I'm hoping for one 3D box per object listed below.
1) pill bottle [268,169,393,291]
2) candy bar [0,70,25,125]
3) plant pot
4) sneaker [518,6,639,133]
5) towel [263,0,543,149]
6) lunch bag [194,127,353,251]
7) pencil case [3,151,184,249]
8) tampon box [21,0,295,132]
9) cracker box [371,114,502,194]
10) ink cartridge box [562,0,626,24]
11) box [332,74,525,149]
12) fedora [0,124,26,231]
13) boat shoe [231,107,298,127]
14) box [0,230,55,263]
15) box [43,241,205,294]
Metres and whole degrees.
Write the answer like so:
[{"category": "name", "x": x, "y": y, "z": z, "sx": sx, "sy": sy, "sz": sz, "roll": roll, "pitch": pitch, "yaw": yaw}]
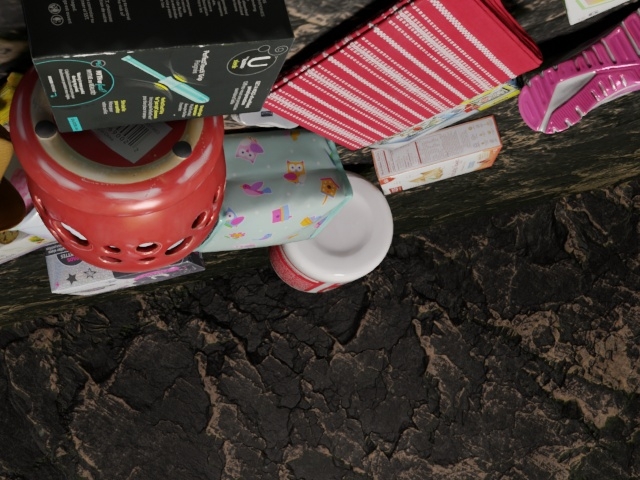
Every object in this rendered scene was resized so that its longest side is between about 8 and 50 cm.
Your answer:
[{"category": "pill bottle", "x": 0.000, "y": 0.000, "z": 1.258, "sx": 0.229, "sy": 0.229, "sz": 0.408, "roll": -12, "pitch": 172, "yaw": -13}, {"category": "candy bar", "x": -0.330, "y": -0.125, "z": 0.545, "sx": 0.161, "sy": 0.018, "sz": 0.040, "roll": -17, "pitch": 168, "yaw": 29}, {"category": "plant pot", "x": -0.179, "y": -0.082, "z": 0.519, "sx": 0.191, "sy": 0.191, "sz": 0.174, "roll": -11, "pitch": 164, "yaw": -20}, {"category": "sneaker", "x": 0.383, "y": -0.236, "z": 0.732, "sx": 0.252, "sy": 0.103, "sz": 0.111, "roll": -23, "pitch": -170, "yaw": 20}, {"category": "towel", "x": 0.085, "y": -0.187, "z": 0.622, "sx": 0.275, "sy": 0.031, "sz": 0.199, "roll": -19, "pitch": 156, "yaw": 39}, {"category": "lunch bag", "x": -0.106, "y": -0.063, "z": 0.885, "sx": 0.223, "sy": 0.160, "sz": 0.262, "roll": -11, "pitch": 166, "yaw": -26}, {"category": "pencil case", "x": -0.298, "y": -0.040, "z": 0.730, "sx": 0.124, "sy": 0.113, "sz": 0.273, "roll": 5, "pitch": 170, "yaw": 23}, {"category": "tampon box", "x": -0.118, "y": -0.153, "z": 0.394, "sx": 0.161, "sy": 0.101, "sz": 0.120, "roll": -12, "pitch": 173, "yaw": -20}, {"category": "cracker box", "x": 0.224, "y": -0.161, "z": 1.080, "sx": 0.232, "sy": 0.067, "sz": 0.156, "roll": -14, "pitch": 172, "yaw": 9}, {"category": "ink cartridge box", "x": 0.262, "y": -0.253, "z": 0.479, "sx": 0.109, "sy": 0.062, "sz": 0.209, "roll": -18, "pitch": 172, "yaw": 26}, {"category": "box", "x": 0.147, "y": -0.195, "z": 0.780, "sx": 0.233, "sy": 0.044, "sz": 0.159, "roll": -20, "pitch": 170, "yaw": 39}, {"category": "fedora", "x": -0.332, "y": -0.086, "z": 0.471, "sx": 0.079, "sy": 0.194, "sz": 0.194, "roll": -52, "pitch": 166, "yaw": 6}, {"category": "boat shoe", "x": -0.069, "y": -0.162, "z": 0.708, "sx": 0.100, "sy": 0.035, "sz": 0.035, "roll": -13, "pitch": -159, "yaw": -37}, {"category": "box", "x": -0.475, "y": -0.021, "z": 0.883, "sx": 0.324, "sy": 0.067, "sz": 0.063, "roll": -16, "pitch": 171, "yaw": 26}, {"category": "box", "x": -0.362, "y": 0.012, "z": 1.035, "sx": 0.247, "sy": 0.142, "sz": 0.163, "roll": -14, "pitch": 173, "yaw": -2}]
